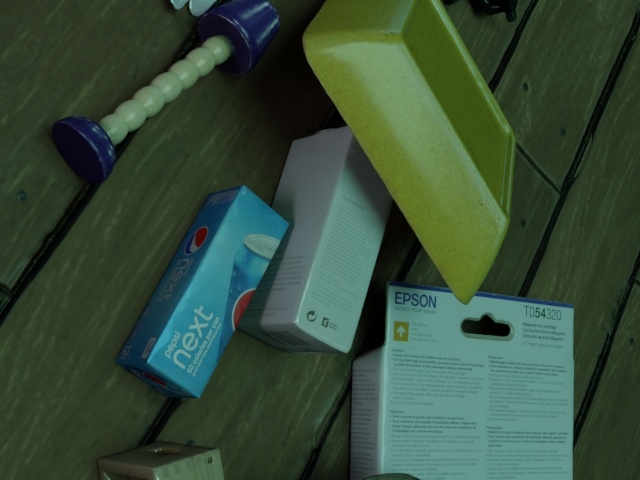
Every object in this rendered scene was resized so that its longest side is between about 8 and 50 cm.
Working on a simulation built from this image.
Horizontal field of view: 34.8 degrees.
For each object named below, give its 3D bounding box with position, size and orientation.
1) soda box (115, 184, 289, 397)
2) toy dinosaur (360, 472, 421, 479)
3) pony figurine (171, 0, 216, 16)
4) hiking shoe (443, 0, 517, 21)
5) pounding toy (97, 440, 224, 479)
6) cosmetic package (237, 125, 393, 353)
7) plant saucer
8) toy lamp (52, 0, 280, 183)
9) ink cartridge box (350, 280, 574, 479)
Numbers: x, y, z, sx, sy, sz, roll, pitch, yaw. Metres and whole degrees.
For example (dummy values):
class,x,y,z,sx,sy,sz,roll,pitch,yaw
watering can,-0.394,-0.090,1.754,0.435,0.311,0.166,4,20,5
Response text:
class,x,y,z,sx,sy,sz,roll,pitch,yaw
soda box,-0.115,0.050,1.026,0.071,0.067,0.210,40,63,-28
toy dinosaur,0.050,0.305,1.038,0.314,0.121,0.160,-12,100,-16
pony figurine,-0.065,-0.434,0.984,0.363,0.351,0.303,65,8,20
hiking shoe,0.155,-0.363,1.260,0.304,0.113,0.132,3,82,-38
pounding toy,-0.122,0.259,0.949,0.100,0.141,0.130,-10,91,-39
cosmetic package,0.000,0.000,1.094,0.085,0.117,0.231,31,68,-32
plant saucer,0.127,-0.148,1.137,0.332,0.081,0.332,56,26,-19
toy lamp,-0.144,-0.162,1.024,0.275,0.080,0.080,-42,111,-31
ink cartridge box,0.178,0.228,1.238,0.324,0.071,0.330,9,78,-35
